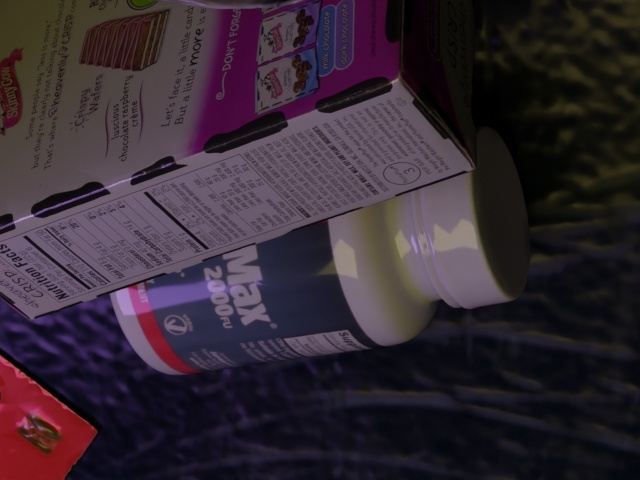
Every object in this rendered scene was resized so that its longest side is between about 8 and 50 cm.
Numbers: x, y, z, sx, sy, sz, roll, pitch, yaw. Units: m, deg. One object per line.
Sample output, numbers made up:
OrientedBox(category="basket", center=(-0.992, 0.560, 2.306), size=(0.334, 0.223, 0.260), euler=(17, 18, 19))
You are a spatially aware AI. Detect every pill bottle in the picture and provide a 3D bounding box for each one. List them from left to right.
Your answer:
OrientedBox(category="pill bottle", center=(0.000, 0.000, 0.870), size=(0.180, 0.108, 0.108), euler=(-10, 111, 22))

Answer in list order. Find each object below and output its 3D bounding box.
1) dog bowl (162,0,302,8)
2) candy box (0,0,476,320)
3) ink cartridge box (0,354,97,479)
OrientedBox(category="dog bowl", center=(-0.031, -0.251, 0.703), size=(0.349, 0.102, 0.349), euler=(1, 91, 23))
OrientedBox(category="candy box", center=(-0.048, -0.074, 0.817), size=(0.233, 0.159, 0.071), euler=(-17, 139, 26))
OrientedBox(category="ink cartridge box", center=(-0.263, 0.139, 1.060), size=(0.189, 0.066, 0.232), euler=(37, 125, -1))
